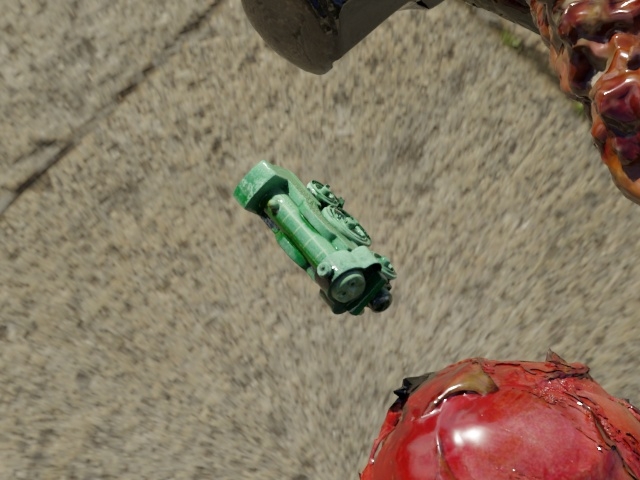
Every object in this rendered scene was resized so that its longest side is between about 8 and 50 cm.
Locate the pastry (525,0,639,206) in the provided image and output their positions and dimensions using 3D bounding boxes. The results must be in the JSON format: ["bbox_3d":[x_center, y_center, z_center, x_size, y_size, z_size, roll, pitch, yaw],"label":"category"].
[{"bbox_3d":[0.124,-0.070,0.459,0.115,0.208,0.097,43,109,-11],"label":"pastry"}]

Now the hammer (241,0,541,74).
[{"bbox_3d":[0.161,-0.135,0.773,0.242,0.095,0.409,-39,53,-21],"label":"hammer"}]

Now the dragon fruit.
[{"bbox_3d":[0.190,0.254,1.316,0.301,0.295,0.296,15,79,10],"label":"dragon fruit"}]

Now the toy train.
[{"bbox_3d":[0.000,0.000,1.309,0.071,0.104,0.178,-49,57,13],"label":"toy train"}]
